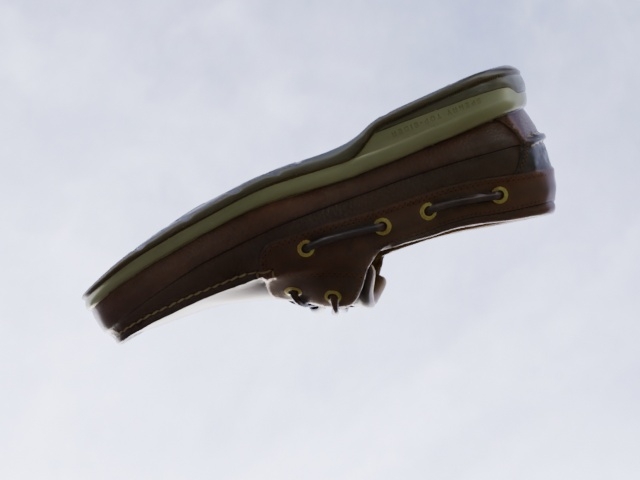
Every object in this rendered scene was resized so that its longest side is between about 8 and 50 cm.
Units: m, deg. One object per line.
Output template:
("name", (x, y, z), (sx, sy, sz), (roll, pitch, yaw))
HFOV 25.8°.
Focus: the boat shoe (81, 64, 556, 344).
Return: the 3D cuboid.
("boat shoe", (0.000, 0.000, 0.501), (0.178, 0.064, 0.060), (-25, -90, 6))
